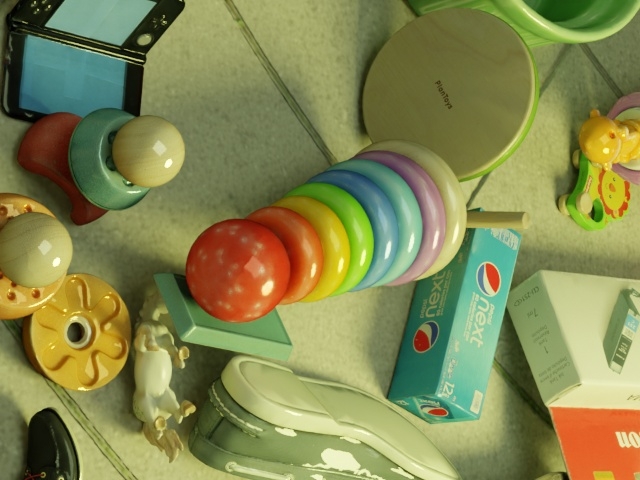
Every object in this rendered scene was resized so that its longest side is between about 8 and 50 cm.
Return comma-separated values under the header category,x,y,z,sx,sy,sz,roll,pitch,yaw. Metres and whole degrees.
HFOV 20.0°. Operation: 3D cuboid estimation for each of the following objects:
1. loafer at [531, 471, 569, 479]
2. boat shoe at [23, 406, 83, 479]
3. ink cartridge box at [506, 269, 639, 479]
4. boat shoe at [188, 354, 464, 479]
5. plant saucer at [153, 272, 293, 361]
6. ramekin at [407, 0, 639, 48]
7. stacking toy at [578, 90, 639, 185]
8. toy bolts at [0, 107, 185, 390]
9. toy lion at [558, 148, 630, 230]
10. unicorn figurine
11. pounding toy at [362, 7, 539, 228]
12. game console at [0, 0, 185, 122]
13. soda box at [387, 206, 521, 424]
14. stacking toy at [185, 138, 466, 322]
category,x,y,z,sx,sy,sz,roll,pitch,yaw
loafer,0.198,0.291,1.839,0.268,0.092,0.101,15,61,-55
boat shoe,-0.226,0.206,1.512,0.042,0.049,0.133,-4,88,-49
ink cartridge box,0.357,0.167,1.962,0.296,0.066,0.261,6,56,-40
boat shoe,0.007,0.198,1.707,0.319,0.116,0.099,25,108,-42
plant saucer,-0.082,0.067,1.620,0.192,0.018,0.067,17,43,-61
ramekin,0.203,-0.343,1.931,0.303,0.148,0.303,10,74,-40
stacking toy,0.380,-0.113,2.016,0.302,0.166,0.175,-8,85,-45
toy bolts,-0.188,-0.001,1.506,0.218,0.158,0.228,44,59,-26
toy lion,0.316,-0.052,2.051,0.096,0.034,0.100,43,56,-36
unicorn figurine,-0.140,0.104,1.586,0.060,0.111,0.161,14,92,-20
pounding toy,0.146,-0.109,1.845,0.110,0.183,0.236,30,60,-63
game console,-0.197,-0.165,1.593,0.144,0.124,0.085,11,47,-40
soda box,0.137,0.076,1.838,0.067,0.071,0.210,33,61,-33
stacking toy,0.000,0.000,1.642,0.330,0.141,0.141,-21,95,-56
